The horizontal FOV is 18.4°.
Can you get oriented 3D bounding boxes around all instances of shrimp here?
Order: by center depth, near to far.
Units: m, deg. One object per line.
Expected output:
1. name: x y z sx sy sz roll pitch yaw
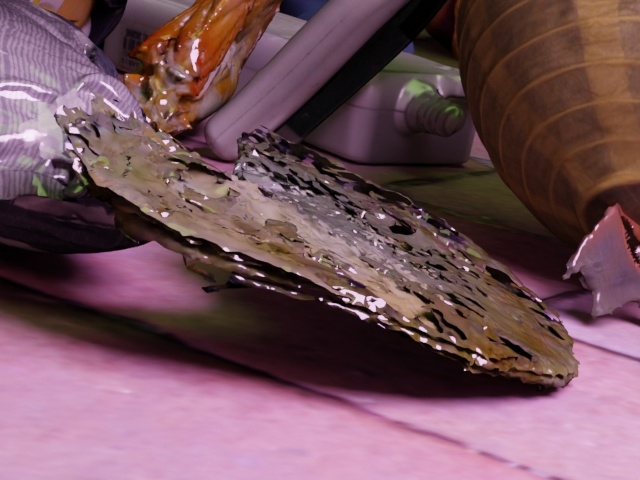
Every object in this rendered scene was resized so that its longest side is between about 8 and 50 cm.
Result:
1. shrimp: -0.064 -0.110 1.085 0.051 0.115 0.217 28 30 7

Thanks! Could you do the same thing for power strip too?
1. power strip: -0.020 -0.105 1.235 0.098 0.058 0.338 0 15 -39

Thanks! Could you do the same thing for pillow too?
1. pillow: -0.154 -0.063 0.865 0.161 0.092 0.335 19 8 -18

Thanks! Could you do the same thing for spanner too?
1. spanner: 0.064 -0.151 1.029 0.040 0.325 0.096 51 26 8

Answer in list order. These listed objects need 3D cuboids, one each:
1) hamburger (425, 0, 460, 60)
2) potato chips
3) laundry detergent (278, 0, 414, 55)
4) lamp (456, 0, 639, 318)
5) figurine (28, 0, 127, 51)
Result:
1. hamburger: 0.219 -0.251 1.512 0.174 0.304 0.284 28 29 29
2. potato chips: 0.002 -0.004 0.747 0.202 0.029 0.220 39 17 31
3. laundry detergent: 0.019 -0.145 1.432 0.097 0.061 0.206 12 13 -9
4. lamp: 0.175 -0.077 0.903 0.250 0.250 0.284 14 54 19
5. figurine: -0.193 -0.166 1.156 0.308 0.143 0.308 8 10 -1
